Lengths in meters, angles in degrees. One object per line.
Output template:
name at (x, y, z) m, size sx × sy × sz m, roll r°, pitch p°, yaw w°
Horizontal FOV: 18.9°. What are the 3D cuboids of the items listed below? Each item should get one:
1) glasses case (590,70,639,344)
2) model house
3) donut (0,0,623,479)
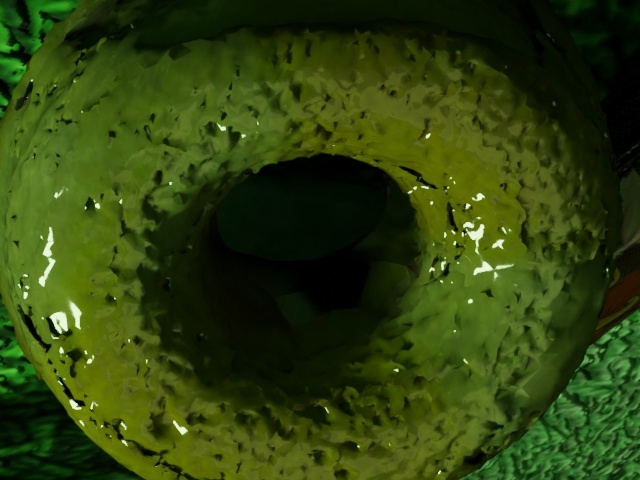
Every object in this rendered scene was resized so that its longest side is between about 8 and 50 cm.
glasses case at (0.144, -0.016, 0.921) m, size 0.321 × 0.082 × 0.122 m, roll -40°, pitch 160°, yaw 7°
model house at (-0.042, 0.044, 0.937) m, size 0.165 × 0.106 × 0.152 m, roll 0°, pitch 143°, yaw -21°
donut at (0.000, 0.000, 0.780) m, size 0.272 × 0.107 × 0.272 m, roll -3°, pitch 107°, yaw -10°
